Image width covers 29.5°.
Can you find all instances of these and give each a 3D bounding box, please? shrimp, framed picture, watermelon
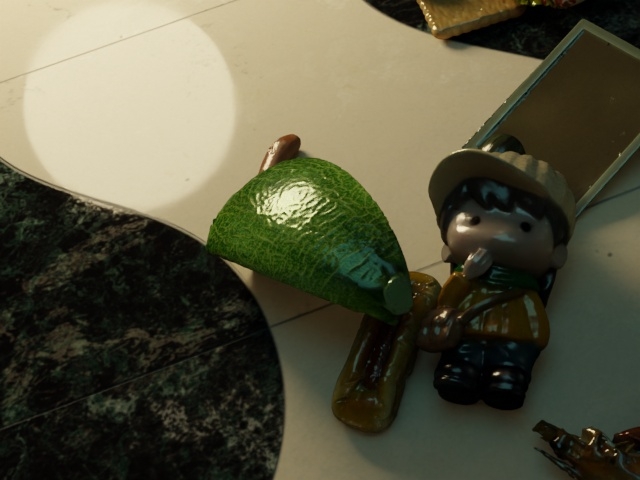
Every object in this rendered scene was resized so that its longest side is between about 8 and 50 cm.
[{"bbox_3d":[0.384,0.249,1.385,0.287,0.063,0.152,26,72,28],"label":"shrimp"},{"bbox_3d":[0.365,-0.173,1.726,0.274,0.017,0.217,-45,56,-5],"label":"framed picture"},{"bbox_3d":[0.241,-0.095,1.681,0.078,0.078,0.111,31,97,30],"label":"watermelon"}]

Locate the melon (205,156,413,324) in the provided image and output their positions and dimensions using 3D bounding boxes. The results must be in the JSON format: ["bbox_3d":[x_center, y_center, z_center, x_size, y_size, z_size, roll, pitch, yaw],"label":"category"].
[{"bbox_3d":[0.000,0.000,1.583,0.196,0.124,0.323,-45,37,-14],"label":"melon"}]

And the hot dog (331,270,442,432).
[{"bbox_3d":[0.086,0.128,1.546,0.084,0.073,0.243,17,57,17],"label":"hot dog"}]

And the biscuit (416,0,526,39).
[{"bbox_3d":[0.222,-0.427,1.987,0.160,0.030,0.250,-18,51,-4],"label":"biscuit"}]

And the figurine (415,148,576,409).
[{"bbox_3d":[0.222,0.046,1.548,0.185,0.204,0.333,5,82,14],"label":"figurine"}]

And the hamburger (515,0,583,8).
[{"bbox_3d":[0.333,-0.444,1.908,0.210,0.116,0.173,29,33,15],"label":"hamburger"}]

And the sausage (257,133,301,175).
[{"bbox_3d":[-0.074,-0.086,1.768,0.043,0.043,0.186,9,54,18],"label":"sausage"}]
